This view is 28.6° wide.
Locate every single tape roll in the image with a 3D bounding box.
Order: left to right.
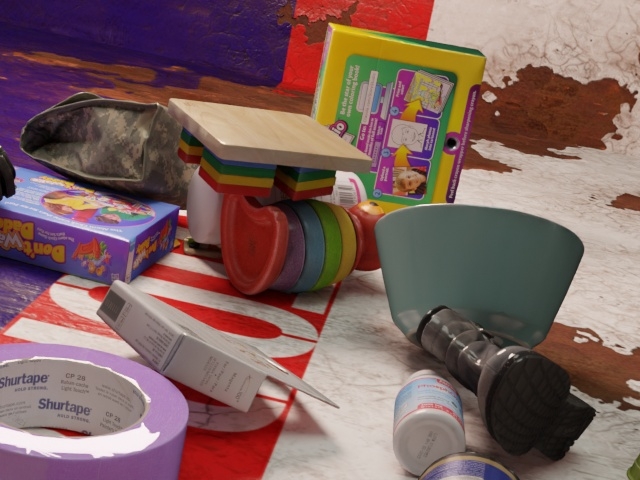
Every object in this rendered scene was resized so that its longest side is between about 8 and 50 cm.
[{"bbox_3d":[-0.282,0.204,1.335,0.274,0.090,0.275,11,17,-3],"label":"tape roll"}]

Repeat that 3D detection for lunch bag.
[{"bbox_3d":[-0.354,-0.155,2.207,0.286,0.169,0.235,7,-9,27],"label":"lunch bag"}]

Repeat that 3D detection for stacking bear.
[{"bbox_3d":[0.000,0.000,2.034,0.289,0.164,0.175,-3,23,-34],"label":"stacking bear"}]

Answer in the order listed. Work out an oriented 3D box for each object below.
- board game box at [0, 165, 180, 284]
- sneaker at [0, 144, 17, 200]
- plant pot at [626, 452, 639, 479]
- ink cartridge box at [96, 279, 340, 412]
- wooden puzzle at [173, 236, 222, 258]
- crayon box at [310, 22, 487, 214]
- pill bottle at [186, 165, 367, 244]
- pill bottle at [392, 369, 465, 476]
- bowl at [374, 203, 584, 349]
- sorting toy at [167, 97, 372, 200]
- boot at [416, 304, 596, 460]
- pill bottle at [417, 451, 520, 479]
[{"bbox_3d":[-0.431,-0.033,2.022,0.347,0.078,0.233,14,17,10],"label":"board game box"},{"bbox_3d":[-0.517,-0.060,1.845,0.146,0.105,0.296,-11,48,-13],"label":"sneaker"},{"bbox_3d":[0.439,0.272,1.589,0.083,0.079,0.083,10,18,-3],"label":"plant pot"},{"bbox_3d":[-0.137,0.151,1.598,0.238,0.060,0.275,30,-2,-29],"label":"ink cartridge box"},{"bbox_3d":[-0.201,0.010,2.140,0.116,0.014,0.078,7,18,-16],"label":"wooden puzzle"},{"bbox_3d":[0.137,-0.227,2.522,0.313,0.363,0.106,9,17,-6],"label":"crayon box"},{"bbox_3d":[-0.076,-0.053,2.158,0.283,0.160,0.160,5,18,-28],"label":"pill bottle"},{"bbox_3d":[0.133,0.220,1.549,0.087,0.087,0.160,11,17,0],"label":"pill bottle"},{"bbox_3d":[0.221,0.074,1.828,0.311,0.163,0.311,8,-18,3],"label":"bowl"},{"bbox_3d":[-0.090,-0.136,1.993,0.255,0.089,0.257,4,19,-27],"label":"sorting toy"},{"bbox_3d":[0.198,0.159,1.543,0.222,0.118,0.338,39,-3,29],"label":"boot"},{"bbox_3d":[0.139,0.303,1.222,0.122,0.123,0.219,13,17,7],"label":"pill bottle"}]
